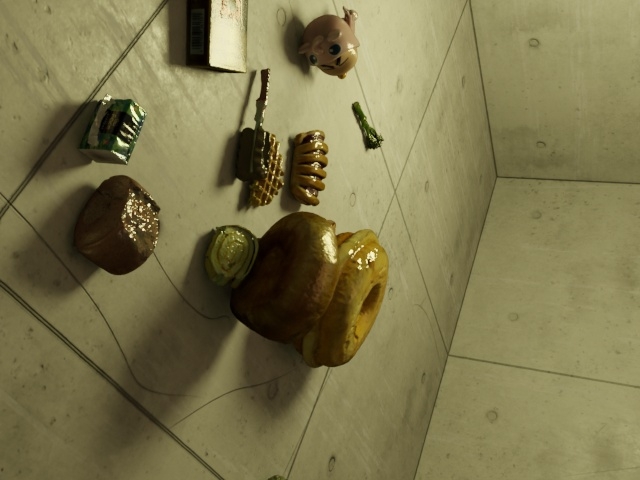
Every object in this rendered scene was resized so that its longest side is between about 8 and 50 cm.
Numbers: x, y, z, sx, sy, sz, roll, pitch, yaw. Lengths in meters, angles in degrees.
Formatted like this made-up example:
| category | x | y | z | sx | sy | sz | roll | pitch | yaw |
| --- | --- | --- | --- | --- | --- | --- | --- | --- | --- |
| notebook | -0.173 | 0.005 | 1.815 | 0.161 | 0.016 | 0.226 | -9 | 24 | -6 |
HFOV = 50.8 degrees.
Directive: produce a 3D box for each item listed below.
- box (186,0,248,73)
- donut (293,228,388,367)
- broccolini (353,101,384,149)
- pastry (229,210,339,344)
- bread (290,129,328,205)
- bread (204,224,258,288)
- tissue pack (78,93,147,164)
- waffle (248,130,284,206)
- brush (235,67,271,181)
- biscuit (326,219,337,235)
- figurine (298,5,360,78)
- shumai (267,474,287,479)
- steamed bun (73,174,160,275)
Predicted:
| category | x | y | z | sx | sy | sz | roll | pitch | yaw |
| --- | --- | --- | --- | --- | --- | --- | --- | --- | --- |
| box | -0.227 | -0.502 | 1.507 | 0.159 | 0.071 | 0.240 | -11 | 106 | -61 |
| donut | 0.062 | 0.172 | 2.010 | 0.449 | 0.198 | 0.448 | -50 | 154 | -36 |
| broccolini | 0.166 | -0.395 | 2.336 | 0.216 | 0.067 | 0.058 | 57 | 7 | -52 |
| pastry | -0.080 | 0.089 | 1.642 | 0.164 | 0.356 | 0.355 | 35 | 60 | -27 |
| bread | -0.028 | -0.213 | 1.953 | 0.134 | 0.081 | 0.225 | 9 | 88 | -63 |
| bread | -0.216 | 0.037 | 1.608 | 0.117 | 0.064 | 0.156 | 34 | 63 | -23 |
| tissue pack | -0.384 | -0.204 | 1.227 | 0.079 | 0.085 | 0.111 | 46 | 55 | -56 |
| waffle | -0.146 | -0.187 | 1.760 | 0.161 | 0.046 | 0.191 | -32 | 122 | -59 |
| brush | -0.155 | -0.293 | 1.693 | 0.071 | 0.084 | 0.300 | 31 | 62 | -60 |
| biscuit | 0.000 | 0.000 | 2.071 | 0.118 | 0.061 | 0.183 | 93 | 19 | -48 |
| figurine | 0.054 | -0.571 | 1.960 | 0.186 | 0.176 | 0.287 | 59 | 22 | -14 |
| shumai | -0.133 | 0.715 | 1.933 | 0.087 | 0.099 | 0.123 | -80 | 161 | -49 |
| steamed bun | -0.370 | -0.025 | 1.271 | 0.145 | 0.106 | 0.175 | 55 | 45 | -53 |
